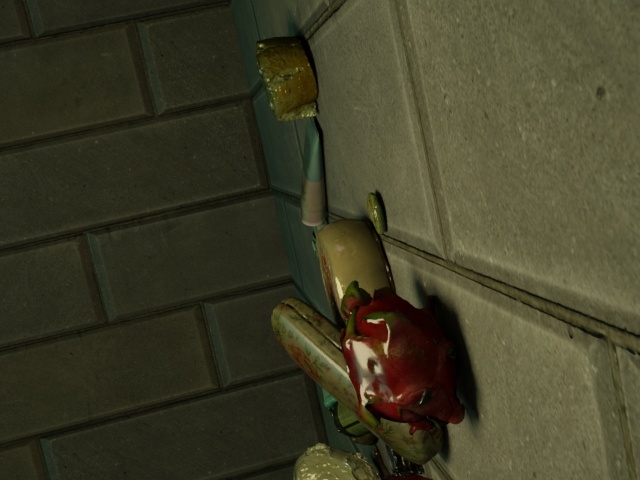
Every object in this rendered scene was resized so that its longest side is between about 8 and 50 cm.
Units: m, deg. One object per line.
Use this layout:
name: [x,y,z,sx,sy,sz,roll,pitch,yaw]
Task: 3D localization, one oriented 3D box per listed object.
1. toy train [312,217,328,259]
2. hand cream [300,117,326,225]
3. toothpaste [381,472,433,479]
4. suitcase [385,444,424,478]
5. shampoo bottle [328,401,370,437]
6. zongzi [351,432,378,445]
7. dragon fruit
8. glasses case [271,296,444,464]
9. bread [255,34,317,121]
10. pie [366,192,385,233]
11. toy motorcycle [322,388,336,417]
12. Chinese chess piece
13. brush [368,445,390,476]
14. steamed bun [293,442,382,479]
toy train: [0.000,0.000,2.250,0.207,0.047,0.043,93,163,-61]
hand cream: [-0.022,-0.175,2.039,0.111,0.070,0.312,-108,12,-49]
toothpaste: [0.194,0.556,1.711,0.320,0.066,0.076,105,151,-76]
suitcase: [0.174,0.446,1.695,0.086,0.059,0.126,105,153,-73]
shampoo bottle: [0.090,0.368,1.700,0.284,0.101,0.101,-48,53,58]
zongzi: [0.129,0.400,1.970,0.189,0.081,0.178,104,174,-52]
dragon fruit: [0.122,0.176,1.226,0.200,0.198,0.269,52,-178,-19]
glasses case: [0.061,0.260,1.493,0.425,0.098,0.156,37,156,32]
bread: [-0.089,-0.403,1.913,0.257,0.124,0.186,-111,11,-56]
pie: [0.105,-0.053,1.470,0.084,0.021,0.084,164,90,-86]
toy motorcycle: [0.065,0.333,1.883,0.296,0.109,0.198,48,123,41]
Chinese chess piece: [0.072,0.088,1.624,0.270,0.112,0.270,167,90,-84]
brush: [0.170,0.630,2.207,0.196,0.021,0.070,-137,35,-73]
steamed bun: [0.083,0.737,2.205,0.334,0.233,0.312,63,177,33]
